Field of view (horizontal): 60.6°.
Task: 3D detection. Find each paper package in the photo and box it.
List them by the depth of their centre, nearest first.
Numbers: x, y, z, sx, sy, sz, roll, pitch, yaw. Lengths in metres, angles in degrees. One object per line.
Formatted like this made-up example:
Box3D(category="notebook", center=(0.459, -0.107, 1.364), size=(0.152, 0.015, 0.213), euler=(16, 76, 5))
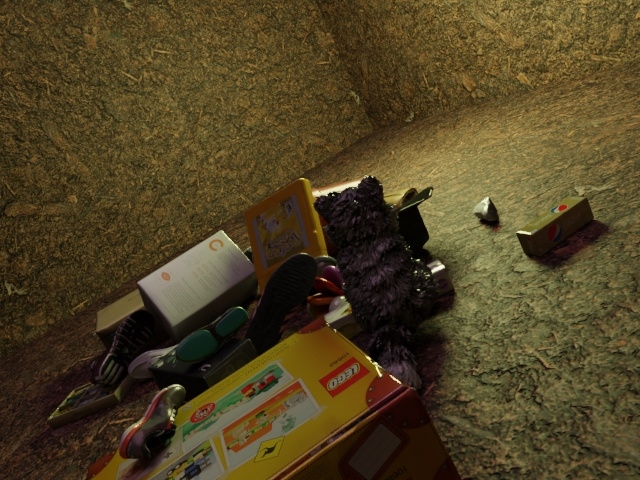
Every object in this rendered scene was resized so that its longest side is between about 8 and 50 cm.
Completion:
Box3D(category="paper package", center=(-0.666, 0.287, 2.083), size=(0.324, 0.168, 0.309), euler=(-31, 16, -15))

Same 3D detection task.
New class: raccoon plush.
Box3D(category="raccoon plush", center=(0.126, 0.058, 1.137), size=(0.216, 0.299, 0.446), euler=(-26, 28, 3))

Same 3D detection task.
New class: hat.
Box3D(category="hat", center=(0.232, -0.012, 1.631), size=(0.331, 0.134, 0.331), euler=(-36, -1, -1))

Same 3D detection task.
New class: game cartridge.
Box3D(category="game cartridge", center=(-0.117, 0.000, 1.788), size=(0.285, 0.324, 0.052), euler=(-27, -24, 33))

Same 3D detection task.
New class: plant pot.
Box3D(category="plant pot", center=(0.077, -0.089, 1.921), size=(0.265, 0.273, 0.272), euler=(-20, 14, -11))

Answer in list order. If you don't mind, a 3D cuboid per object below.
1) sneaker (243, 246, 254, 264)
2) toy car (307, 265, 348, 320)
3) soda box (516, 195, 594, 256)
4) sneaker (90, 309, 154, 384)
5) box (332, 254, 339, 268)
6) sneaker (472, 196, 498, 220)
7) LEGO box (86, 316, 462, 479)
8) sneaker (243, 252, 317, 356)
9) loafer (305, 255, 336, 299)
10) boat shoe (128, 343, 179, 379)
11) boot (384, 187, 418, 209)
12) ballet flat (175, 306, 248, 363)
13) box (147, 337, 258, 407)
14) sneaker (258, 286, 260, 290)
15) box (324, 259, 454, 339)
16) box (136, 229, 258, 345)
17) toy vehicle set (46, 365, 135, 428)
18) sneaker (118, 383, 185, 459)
Box3D(category="sneaker", center=(-0.238, 0.066, 2.239), size=(0.228, 0.086, 0.132), euler=(-22, 19, 13))
Box3D(category="toy car", center=(0.040, 0.135, 1.470), size=(0.182, 0.136, 0.159), euler=(-37, 18, -31))
Box3D(category="soda box", center=(0.559, -0.036, 1.304), size=(0.181, 0.061, 0.058), euler=(-31, 16, -14))
Box3D(category="sneaker", center=(-0.673, 0.354, 1.806), size=(0.162, 0.106, 0.281), euler=(-23, 28, 36))
Box3D(category="box", center=(0.042, 0.106, 1.747), size=(0.136, 0.037, 0.225), euler=(-27, 17, 2))
Box3D(category="sneaker", center=(0.482, -0.082, 1.608), size=(0.061, 0.054, 0.152), euler=(-31, 7, 21))
Box3D(category="LEGO box", center=(-0.102, 0.369, 0.857), size=(0.500, 0.193, 0.372), euler=(-31, 16, -12))
Box3D(category="sneaker", center=(-0.109, 0.161, 1.471), size=(0.319, 0.112, 0.131), euler=(-58, 3, 11))
Box3D(category="loafer", center=(-0.046, 0.137, 1.630), size=(0.251, 0.094, 0.087), euler=(-42, 41, 39))
Box3D(category="boat shoe", center=(-0.492, 0.375, 1.675), size=(0.226, 0.083, 0.076), euler=(-25, 15, 5))
Box3D(category="boot", center=(0.207, -0.119, 2.094), size=(0.269, 0.089, 0.236), euler=(-5, 33, 45))
Box3D(category="ballet flat", center=(-0.242, 0.218, 1.224), size=(0.188, 0.070, 0.070), euler=(-30, 15, -31))
Box3D(category="box", center=(-0.254, 0.330, 1.278), size=(0.270, 0.165, 0.143), euler=(-9, 22, 47))
Box3D(category="sneaker", center=(-0.158, 0.100, 1.968), size=(0.129, 0.111, 0.297), euler=(-28, 15, 13))
Box3D(category="box", center=(0.164, 0.152, 1.346), size=(0.324, 0.067, 0.063), euler=(-25, 17, 3))
Box3D(category="box", center=(-0.412, 0.162, 1.882), size=(0.345, 0.215, 0.168), euler=(-35, -24, -26))
Box3D(category="toy vehicle set", center=(-0.718, 0.496, 1.748), size=(0.266, 0.035, 0.166), euler=(-23, 16, 13))
Box3D(category="sneaker", center=(-0.258, 0.303, 0.900), size=(0.064, 0.061, 0.158), euler=(8, 30, 19))
